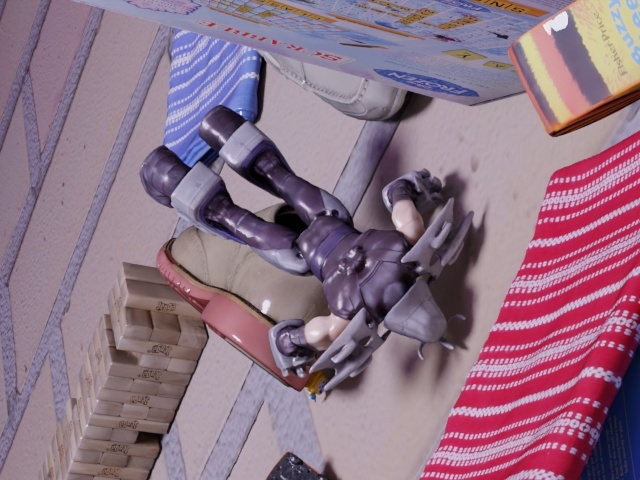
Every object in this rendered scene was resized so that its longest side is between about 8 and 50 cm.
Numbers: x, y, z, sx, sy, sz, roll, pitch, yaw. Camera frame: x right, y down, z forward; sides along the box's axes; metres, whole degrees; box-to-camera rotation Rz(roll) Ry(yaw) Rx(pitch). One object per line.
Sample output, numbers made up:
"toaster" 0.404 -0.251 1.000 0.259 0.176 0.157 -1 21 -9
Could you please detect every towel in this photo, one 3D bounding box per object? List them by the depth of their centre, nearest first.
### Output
"towel" 0.130 0.052 0.912 0.275 0.031 0.199 -63 10 -18
"towel" -0.117 -0.240 1.781 0.243 0.040 0.336 145 132 -58

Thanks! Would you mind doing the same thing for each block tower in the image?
"block tower" -0.218 0.187 1.745 0.091 0.097 0.335 -111 37 -54

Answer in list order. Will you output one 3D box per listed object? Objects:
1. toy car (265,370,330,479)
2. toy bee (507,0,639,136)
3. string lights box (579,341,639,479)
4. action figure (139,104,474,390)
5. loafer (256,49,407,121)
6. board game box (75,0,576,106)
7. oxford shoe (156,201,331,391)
"toy car" 0.001 0.167 1.331 0.122 0.060 0.040 -68 -26 -18
"toy bee" 0.177 -0.129 0.761 0.195 0.162 0.298 50 133 19
"string lights box" 0.193 0.116 0.818 0.259 0.077 0.133 130 145 -49
"action figure" 0.000 0.000 1.222 0.185 0.099 0.285 -45 57 -13
"loafer" -0.008 -0.178 1.392 0.319 0.111 0.112 -138 61 -65
"board game box" 0.036 -0.168 1.016 0.318 0.319 0.066 -7 71 66
"oxford shoe" -0.047 0.029 1.432 0.130 0.123 0.348 -52 23 -2
